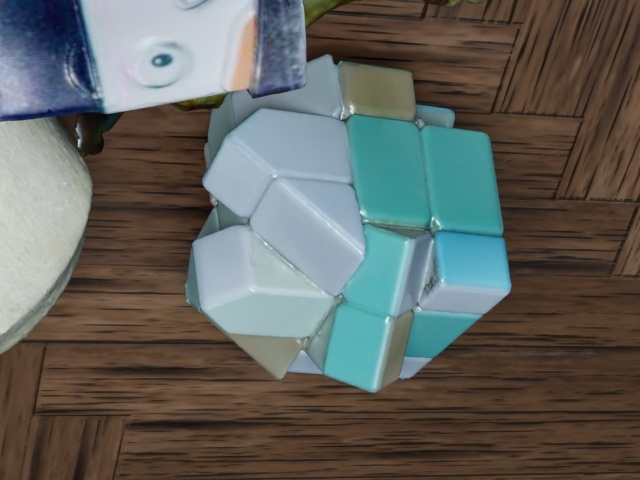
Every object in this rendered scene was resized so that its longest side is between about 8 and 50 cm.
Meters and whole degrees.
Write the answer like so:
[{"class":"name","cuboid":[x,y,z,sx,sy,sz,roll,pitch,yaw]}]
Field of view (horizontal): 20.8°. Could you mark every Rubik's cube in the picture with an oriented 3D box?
[{"class":"Rubik's cube","cuboid":[0.000,0.000,1.292,0.213,0.265,0.224,6,151,-23]}]

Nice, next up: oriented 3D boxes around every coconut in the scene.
[{"class":"coconut","cuboid":[-0.296,-0.043,1.176,0.237,0.237,0.266,-29,137,6]}]

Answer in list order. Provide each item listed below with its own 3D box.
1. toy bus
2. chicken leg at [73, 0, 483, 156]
[{"class":"toy bus","cuboid":[-0.153,-0.254,0.910,0.249,0.440,0.209,-12,131,-6]},{"class":"chicken leg","cuboid":[-0.055,-0.209,1.196,0.361,0.140,0.211,-26,121,-25]}]
